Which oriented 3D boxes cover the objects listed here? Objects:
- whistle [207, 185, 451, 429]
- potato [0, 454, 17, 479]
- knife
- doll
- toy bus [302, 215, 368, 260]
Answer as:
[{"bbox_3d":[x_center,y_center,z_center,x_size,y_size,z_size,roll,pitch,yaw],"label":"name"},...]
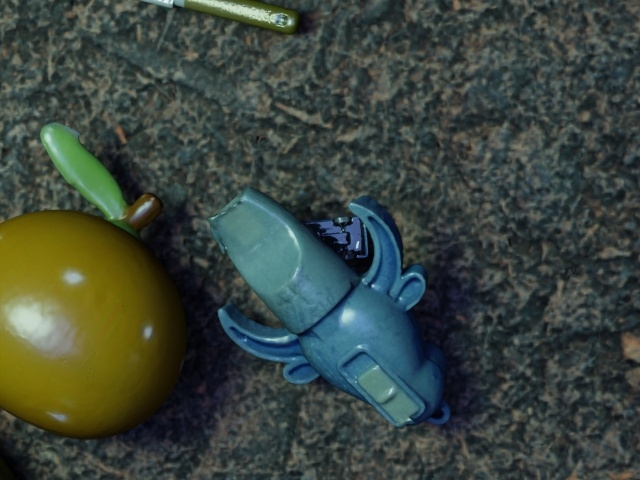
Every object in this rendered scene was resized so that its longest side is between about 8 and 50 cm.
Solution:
[{"bbox_3d":[0.015,0.061,1.364,0.180,0.093,0.269,-37,101,26],"label":"whistle"},{"bbox_3d":[-0.326,0.233,1.430,0.160,0.111,0.271,-33,95,21],"label":"potato"},{"bbox_3d":[-0.135,-0.229,1.432,0.256,0.022,0.046,16,101,12],"label":"knife"},{"bbox_3d":[-0.199,0.045,1.370,0.213,0.213,0.236,28,81,6],"label":"doll"},{"bbox_3d":[0.000,0.000,1.409,0.083,0.046,0.038,-6,92,6],"label":"toy bus"}]
